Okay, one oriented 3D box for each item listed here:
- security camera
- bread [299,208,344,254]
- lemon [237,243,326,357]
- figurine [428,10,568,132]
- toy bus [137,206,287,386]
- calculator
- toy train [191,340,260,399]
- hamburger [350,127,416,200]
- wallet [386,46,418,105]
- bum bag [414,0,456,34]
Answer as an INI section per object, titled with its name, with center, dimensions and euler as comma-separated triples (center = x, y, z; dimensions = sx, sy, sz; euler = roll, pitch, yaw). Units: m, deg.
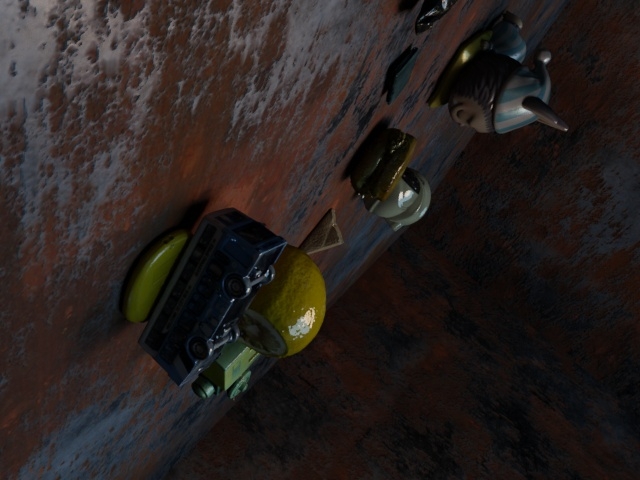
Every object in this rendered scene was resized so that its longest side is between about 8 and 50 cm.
[security camera]
center = 0.237, -0.155, 2.037
dimensions = 0.191, 0.197, 0.277
euler = -39, 164, 15
[bread]
center = -0.013, -0.017, 1.871
dimensions = 0.152, 0.105, 0.077
euler = -19, 174, 8
[lemon]
center = -0.097, 0.118, 1.394
dimensions = 0.219, 0.240, 0.240
euler = -57, 175, -32
[figurine]
center = 0.572, -0.436, 1.878
dimensions = 0.361, 0.377, 0.266
euler = -45, 169, -22
[toy bus]
center = -0.180, 0.093, 1.045
dimensions = 0.297, 0.131, 0.106
euler = -58, 166, 24
[calculator]
center = -0.263, 0.066, 1.046
dimensions = 0.146, 0.032, 0.235
euler = -42, 166, -37
[toy train]
center = -0.192, 0.251, 1.718
dimensions = 0.397, 0.160, 0.253
euler = -44, 161, -32
[hamburger]
center = 0.169, -0.211, 1.678
dimensions = 0.189, 0.122, 0.215
euler = -48, 168, -52
[wallet]
center = 0.177, -0.365, 1.407
dimensions = 0.088, 0.026, 0.129
euler = -51, 170, -17
[bum bag]
center = 0.240, -0.478, 1.147
dimensions = 0.248, 0.069, 0.102
euler = -54, -166, 8
